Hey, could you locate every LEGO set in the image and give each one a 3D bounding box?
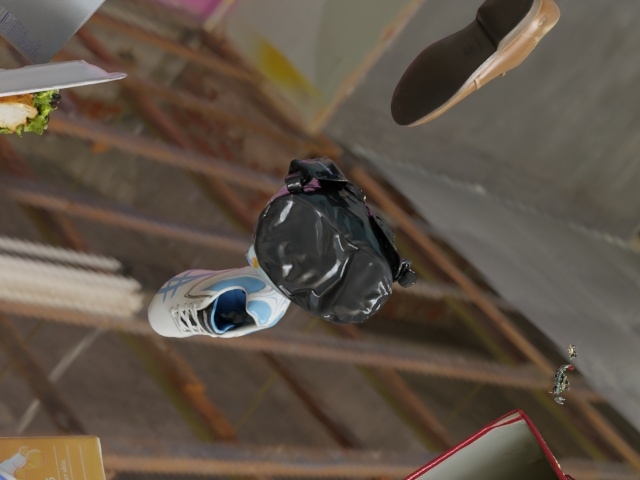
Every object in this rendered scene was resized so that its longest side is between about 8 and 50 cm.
[{"bbox_3d":[0.311,0.173,1.907,0.023,0.054,0.083,9,-141,18],"label":"LEGO set"}]

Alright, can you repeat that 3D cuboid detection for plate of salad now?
[{"bbox_3d":[-0.235,-0.097,1.049,0.200,0.199,0.048,-42,-54,-75],"label":"plate of salad"}]

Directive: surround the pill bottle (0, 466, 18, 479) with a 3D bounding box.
[{"bbox_3d":[-0.380,0.307,1.570,0.078,0.078,0.137,38,-126,-6],"label":"pill bottle"}]

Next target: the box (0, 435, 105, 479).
[{"bbox_3d":[-0.429,0.362,1.737,0.345,0.168,0.215,2,-127,-29],"label":"box"}]

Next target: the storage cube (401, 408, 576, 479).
[{"bbox_3d":[0.157,0.294,1.237,0.184,0.215,0.193,58,-177,41],"label":"storage cube"}]

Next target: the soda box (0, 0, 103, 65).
[{"bbox_3d":[-0.151,-0.244,1.053,0.091,0.286,0.098,41,-131,-11],"label":"soda box"}]

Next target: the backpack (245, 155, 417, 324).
[{"bbox_3d":[0.000,0.000,1.351,0.152,0.115,0.182,45,-170,-8],"label":"backpack"}]

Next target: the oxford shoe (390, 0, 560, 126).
[{"bbox_3d":[0.163,-0.182,1.542,0.076,0.212,0.076,19,-137,-46],"label":"oxford shoe"}]

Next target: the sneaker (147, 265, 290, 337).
[{"bbox_3d":[-0.135,0.082,1.787,0.086,0.237,0.085,-42,-70,-43],"label":"sneaker"}]
